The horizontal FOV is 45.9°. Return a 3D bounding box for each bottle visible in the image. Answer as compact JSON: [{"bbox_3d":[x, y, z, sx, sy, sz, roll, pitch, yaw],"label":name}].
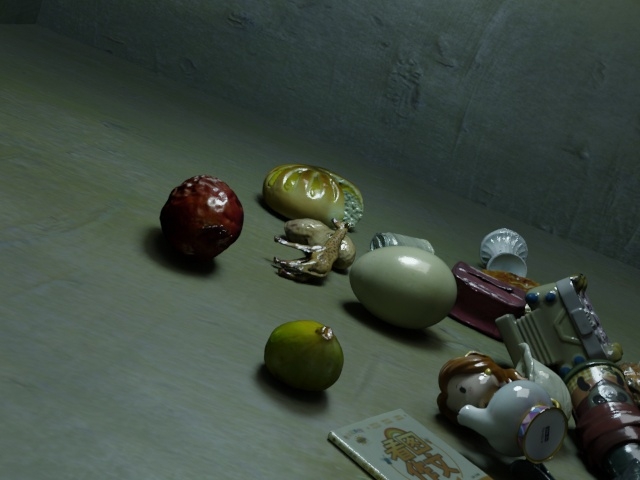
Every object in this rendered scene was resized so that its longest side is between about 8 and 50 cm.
[{"bbox_3d":[0.576,0.365,1.468,0.143,0.156,0.271,30,28,-23],"label":"bottle"}]

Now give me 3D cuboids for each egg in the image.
[{"bbox_3d":[0.190,0.105,1.745,0.254,0.188,0.188,18,16,-4],"label":"egg"}]

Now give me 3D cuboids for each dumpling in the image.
[{"bbox_3d":[0.418,0.300,1.475,0.126,0.166,0.216,3,45,34],"label":"dumpling"}]

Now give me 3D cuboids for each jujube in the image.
[{"bbox_3d":[-0.263,-0.053,1.661,0.183,0.183,0.243,15,17,-25],"label":"jujube"}]

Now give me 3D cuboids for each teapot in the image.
[{"bbox_3d":[0.247,0.037,2.251,0.200,0.077,0.107,10,40,-37],"label":"teapot"}]

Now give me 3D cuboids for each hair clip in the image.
[{"bbox_3d":[0.420,0.444,1.257,0.070,0.039,0.229,2,31,-50],"label":"hair clip"}]

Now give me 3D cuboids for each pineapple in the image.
[{"bbox_3d":[0.731,0.347,1.733,0.175,0.175,0.361,32,20,31],"label":"pineapple"}]

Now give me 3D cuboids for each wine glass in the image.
[{"bbox_3d":[0.611,0.064,2.497,0.165,0.165,0.196,23,19,1],"label":"wine glass"}]

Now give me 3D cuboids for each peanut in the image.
[{"bbox_3d":[0.000,0.001,2.011,0.228,0.085,0.104,31,37,31],"label":"peanut"}]

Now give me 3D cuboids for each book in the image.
[{"bbox_3d":[0.177,0.371,1.184,0.295,0.020,0.208,33,20,33],"label":"book"}]

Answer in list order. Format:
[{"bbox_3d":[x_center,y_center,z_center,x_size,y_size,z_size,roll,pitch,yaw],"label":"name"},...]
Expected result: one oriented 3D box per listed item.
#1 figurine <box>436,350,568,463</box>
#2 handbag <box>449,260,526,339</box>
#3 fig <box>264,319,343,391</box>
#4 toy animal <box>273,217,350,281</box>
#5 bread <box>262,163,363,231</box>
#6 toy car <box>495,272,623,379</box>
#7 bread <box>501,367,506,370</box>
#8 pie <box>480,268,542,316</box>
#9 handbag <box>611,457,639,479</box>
[{"bbox_3d":[0.313,0.290,1.357,0.189,0.142,0.263,-2,15,-28],"label":"figurine"},{"bbox_3d":[0.426,0.156,1.994,0.225,0.135,0.146,27,21,12],"label":"handbag"},{"bbox_3d":[-0.026,0.198,1.303,0.153,0.120,0.136,6,6,43],"label":"fig"},{"bbox_3d":[-0.006,0.024,1.861,0.275,0.054,0.149,-21,56,-37],"label":"toy animal"},{"bbox_3d":[-0.023,-0.146,2.316,0.333,0.160,0.333,20,15,-5],"label":"bread"},{"bbox_3d":[0.583,0.224,1.844,0.242,0.226,0.336,68,18,13],"label":"toy car"},{"bbox_3d":[0.424,0.319,1.622,0.226,0.049,0.088,18,17,-19],"label":"bread"},{"bbox_3d":[0.602,0.170,2.267,0.315,0.092,0.315,19,17,-6],"label":"pie"},{"bbox_3d":[0.559,0.473,1.232,0.175,0.088,0.270,42,15,1],"label":"handbag"}]
